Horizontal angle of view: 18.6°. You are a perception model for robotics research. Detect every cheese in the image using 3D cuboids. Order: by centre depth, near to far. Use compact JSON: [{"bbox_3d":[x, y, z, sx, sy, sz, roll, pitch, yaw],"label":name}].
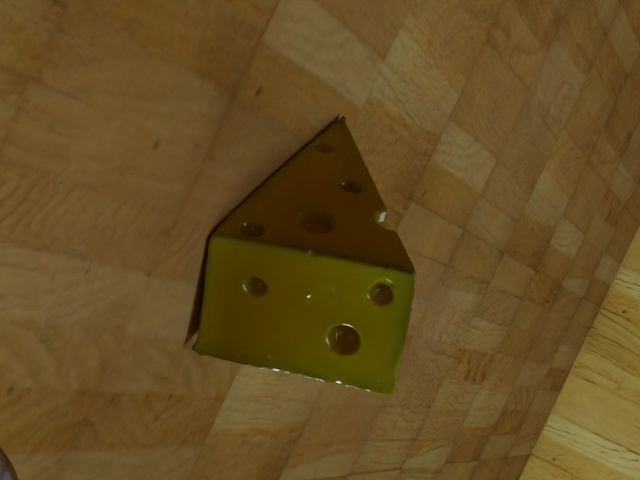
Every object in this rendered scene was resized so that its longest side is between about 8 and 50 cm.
[{"bbox_3d":[0.000,0.000,1.219,0.171,0.126,0.093,-76,175,-58],"label":"cheese"}]

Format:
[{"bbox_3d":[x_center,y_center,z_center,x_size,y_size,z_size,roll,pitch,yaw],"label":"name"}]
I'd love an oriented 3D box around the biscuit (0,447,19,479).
[{"bbox_3d":[-0.210,0.154,0.598,0.334,0.047,0.202,5,87,-55],"label":"biscuit"}]
